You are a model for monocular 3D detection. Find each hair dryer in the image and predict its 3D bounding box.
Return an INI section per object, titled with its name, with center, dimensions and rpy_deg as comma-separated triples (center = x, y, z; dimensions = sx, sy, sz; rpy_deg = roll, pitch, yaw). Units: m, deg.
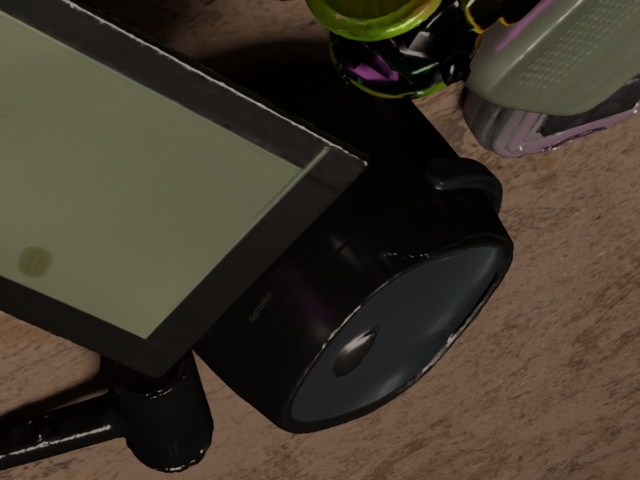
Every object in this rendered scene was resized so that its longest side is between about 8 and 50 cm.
[hair dryer]
center = -0.226, 0.171, 1.807
dimensions = 0.251, 0.089, 0.197
rpy_deg = -19, 155, -7

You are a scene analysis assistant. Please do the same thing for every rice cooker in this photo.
[rice cooker]
center = 0.000, 0.000, 1.511
dimensions = 0.267, 0.224, 0.267
rpy_deg = -34, 155, -18

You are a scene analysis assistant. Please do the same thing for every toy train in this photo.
[toy train]
center = 0.004, -0.207, 1.076
dimensions = 0.160, 0.296, 0.100
rpy_deg = -46, 157, -1

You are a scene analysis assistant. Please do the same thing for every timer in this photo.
[timer]
center = 0.231, -0.151, 1.688
dimensions = 0.209, 0.069, 0.190
rpy_deg = -21, 157, -22

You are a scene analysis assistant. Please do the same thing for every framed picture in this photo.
[framed picture]
center = -0.178, -0.045, 1.309
dimensions = 0.347, 0.016, 0.265
rpy_deg = 26, 126, -27

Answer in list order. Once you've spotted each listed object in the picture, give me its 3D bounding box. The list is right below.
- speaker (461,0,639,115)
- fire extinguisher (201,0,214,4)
[speaker]
center = 0.221, -0.270, 1.300
dimensions = 0.183, 0.184, 0.406
rpy_deg = 4, 140, -50
[fire extinguisher]
center = -0.009, -0.258, 1.201
dimensions = 0.252, 0.075, 0.106
rpy_deg = -48, 175, 2
